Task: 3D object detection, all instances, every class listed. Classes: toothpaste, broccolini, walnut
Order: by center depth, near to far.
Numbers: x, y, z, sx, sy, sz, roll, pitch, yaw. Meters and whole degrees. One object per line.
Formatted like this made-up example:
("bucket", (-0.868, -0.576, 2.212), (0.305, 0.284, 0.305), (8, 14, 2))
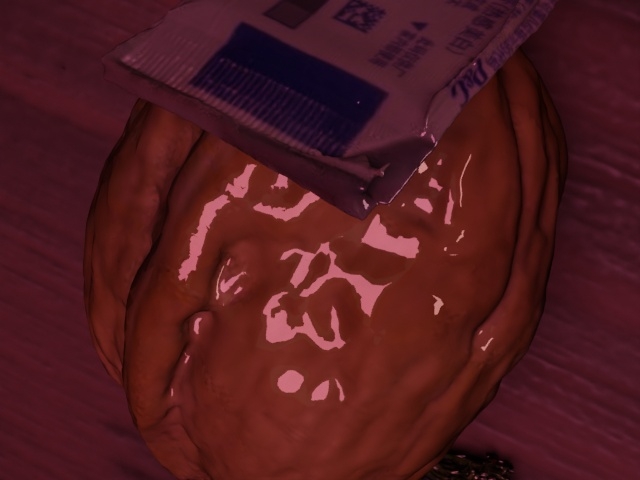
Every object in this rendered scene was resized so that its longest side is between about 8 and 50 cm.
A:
("toothpaste", (0.053, -0.120, 0.478), (0.099, 0.282, 0.068), (7, 136, 45))
("walnut", (0.000, 0.000, 0.538), (0.198, 0.198, 0.245), (29, 104, 8))
("broccolini", (-0.006, 0.087, 0.639), (0.218, 0.044, 0.042), (25, 121, 14))
